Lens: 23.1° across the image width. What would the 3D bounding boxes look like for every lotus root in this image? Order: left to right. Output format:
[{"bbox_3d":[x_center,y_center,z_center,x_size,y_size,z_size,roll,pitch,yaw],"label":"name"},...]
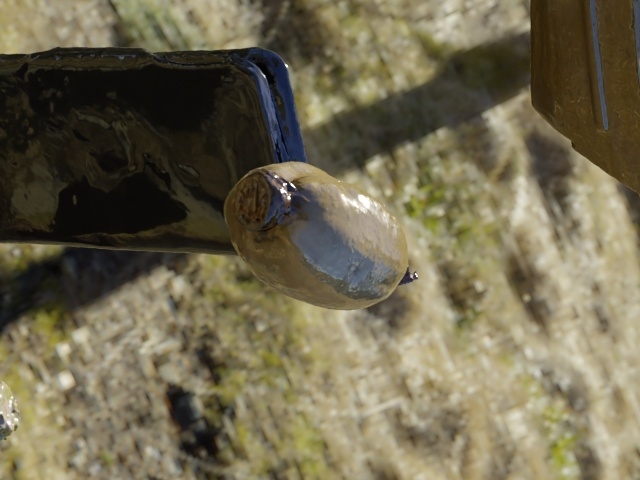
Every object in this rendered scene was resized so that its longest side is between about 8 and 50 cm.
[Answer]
[{"bbox_3d":[0.000,0.000,0.751,0.150,0.073,0.062,26,90,-59],"label":"lotus root"}]

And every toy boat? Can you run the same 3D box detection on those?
[{"bbox_3d":[0.104,-0.098,0.474,0.057,0.077,0.200,-74,164,-48],"label":"toy boat"}]

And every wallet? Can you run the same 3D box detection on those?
[{"bbox_3d":[-0.182,-0.080,1.409,0.051,0.377,0.197,-40,124,-51],"label":"wallet"}]

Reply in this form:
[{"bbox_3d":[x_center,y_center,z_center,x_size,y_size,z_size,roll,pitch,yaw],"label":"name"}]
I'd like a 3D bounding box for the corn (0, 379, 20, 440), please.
[{"bbox_3d":[-0.442,0.206,1.559,0.086,0.288,0.086,-19,90,-86],"label":"corn"}]
